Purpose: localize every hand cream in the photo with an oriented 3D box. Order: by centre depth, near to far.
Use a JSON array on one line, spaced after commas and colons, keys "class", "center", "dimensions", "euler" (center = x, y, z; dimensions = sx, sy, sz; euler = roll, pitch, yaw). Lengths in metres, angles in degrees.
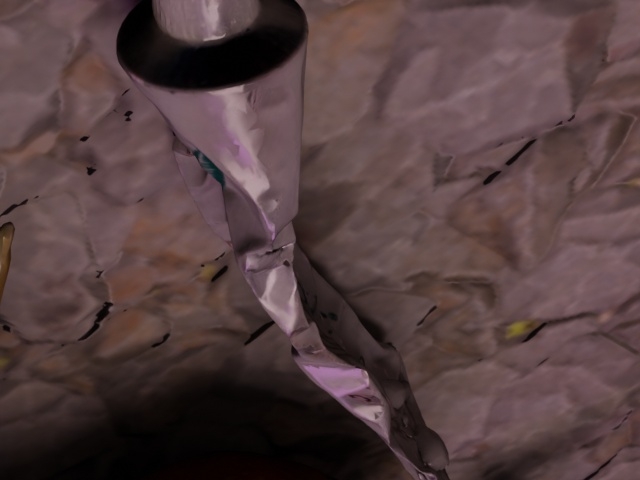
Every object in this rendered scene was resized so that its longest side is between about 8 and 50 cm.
[{"class": "hand cream", "center": [-0.003, 0.002, 0.579], "dimensions": [0.050, 0.084, 0.257], "euler": [-28, 139, -3]}]

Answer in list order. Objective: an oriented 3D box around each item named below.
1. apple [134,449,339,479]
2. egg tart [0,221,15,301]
[{"class": "apple", "center": [-0.034, 0.161, 0.684], "dimensions": [0.181, 0.181, 0.168], "euler": [28, 100, -46]}, {"class": "egg tart", "center": [-0.219, -0.013, 0.385], "dimensions": [0.315, 0.120, 0.315], "euler": [-3, 123, -4]}]
